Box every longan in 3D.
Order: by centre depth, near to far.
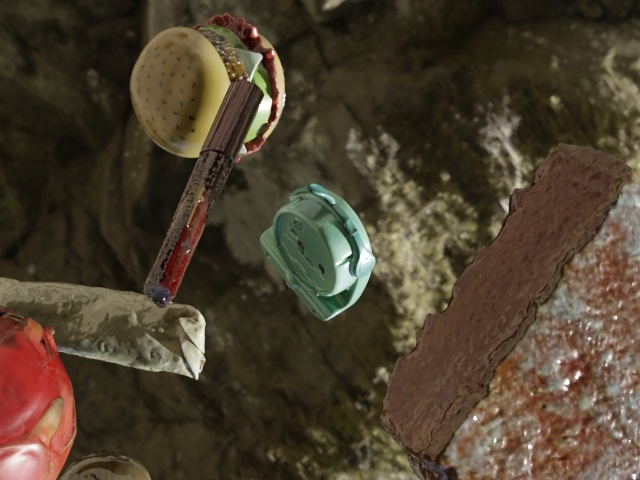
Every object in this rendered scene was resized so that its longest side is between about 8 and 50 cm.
[{"bbox_3d":[-0.210,0.260,1.048,0.113,0.113,0.092,-43,152,-27],"label":"longan"}]

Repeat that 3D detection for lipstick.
[{"bbox_3d":[-0.075,-0.032,0.697,0.027,0.027,0.176,-25,-142,48],"label":"lipstick"}]

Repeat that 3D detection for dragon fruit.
[{"bbox_3d":[-0.272,0.138,0.805,0.172,0.172,0.209,-19,-138,59],"label":"dragon fruit"}]

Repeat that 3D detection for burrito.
[{"bbox_3d":[-0.246,0.082,1.060,0.275,0.082,0.059,7,-159,3],"label":"burrito"}]

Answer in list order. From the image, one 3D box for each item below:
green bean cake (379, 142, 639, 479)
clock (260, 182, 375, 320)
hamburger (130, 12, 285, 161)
[{"bbox_3d":[0.150,0.081,0.735,0.233,0.198,0.097,-40,-163,-10],"label":"green bean cake"},{"bbox_3d":[0.000,0.000,0.913,0.041,0.101,0.135,-31,162,-29],"label":"clock"},{"bbox_3d":[-0.136,-0.165,1.213,0.175,0.175,0.137,-28,173,39],"label":"hamburger"}]
